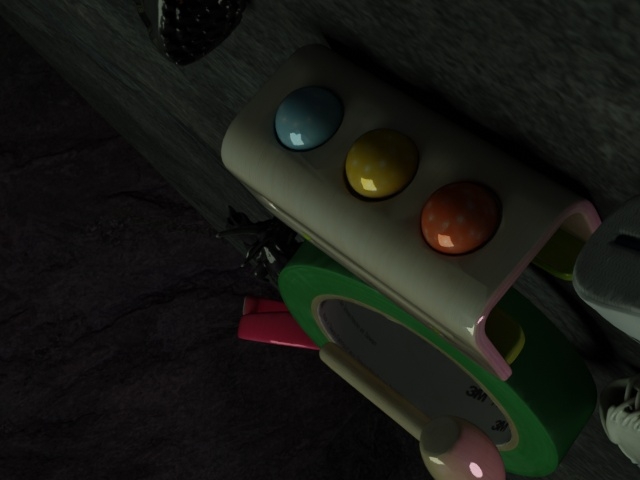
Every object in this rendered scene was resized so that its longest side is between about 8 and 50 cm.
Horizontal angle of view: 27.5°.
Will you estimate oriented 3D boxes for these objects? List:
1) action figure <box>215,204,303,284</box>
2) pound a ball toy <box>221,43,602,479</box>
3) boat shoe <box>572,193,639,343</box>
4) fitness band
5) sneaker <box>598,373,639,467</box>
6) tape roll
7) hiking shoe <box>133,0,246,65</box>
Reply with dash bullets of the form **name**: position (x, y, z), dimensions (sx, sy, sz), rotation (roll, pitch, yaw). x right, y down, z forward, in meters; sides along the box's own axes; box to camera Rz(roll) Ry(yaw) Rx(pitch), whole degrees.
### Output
- **action figure**: position (0.000, 0.000, 1.473), dimensions (0.164, 0.141, 0.276), rotation (39, -171, 30)
- **pound a ball toy**: position (0.050, 0.007, 0.938), dimensions (0.319, 0.208, 0.136), rotation (37, 172, 37)
- **boat shoe**: position (0.246, 0.053, 0.642), dimensions (0.119, 0.121, 0.335), rotation (35, -174, -17)
- **fitness band**: position (0.030, 0.112, 1.547), dimensions (0.209, 0.054, 0.291), rotation (8, 177, 35)
- **sneaker**: position (0.284, 0.159, 1.082), dimensions (0.091, 0.094, 0.258), rotation (36, 174, 2)
- **tape roll**: position (0.109, 0.101, 1.257), dimensions (0.321, 0.077, 0.321), rotation (33, 161, 13)
- **hiking shoe**: position (-0.131, -0.230, 1.040), dimensions (0.114, 0.086, 0.227), rotation (53, 173, 24)
